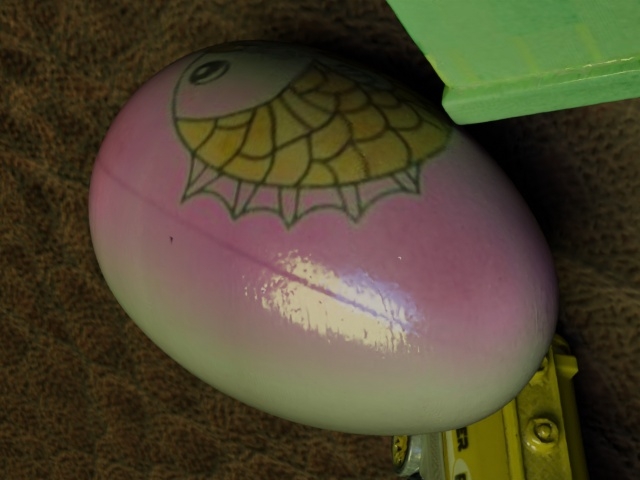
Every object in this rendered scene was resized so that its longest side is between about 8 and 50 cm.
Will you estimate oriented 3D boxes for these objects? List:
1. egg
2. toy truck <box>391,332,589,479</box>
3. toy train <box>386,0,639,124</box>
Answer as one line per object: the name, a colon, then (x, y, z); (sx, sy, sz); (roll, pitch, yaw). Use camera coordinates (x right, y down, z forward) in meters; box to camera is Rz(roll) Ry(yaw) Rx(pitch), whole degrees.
egg: (0.000, 0.000, 0.646); (0.271, 0.196, 0.196); (26, 124, 20)
toy truck: (0.102, 0.159, 0.664); (0.098, 0.227, 0.114); (8, 145, -14)
toy train: (0.140, -0.153, 0.497); (0.301, 0.120, 0.202); (-6, 145, 32)
